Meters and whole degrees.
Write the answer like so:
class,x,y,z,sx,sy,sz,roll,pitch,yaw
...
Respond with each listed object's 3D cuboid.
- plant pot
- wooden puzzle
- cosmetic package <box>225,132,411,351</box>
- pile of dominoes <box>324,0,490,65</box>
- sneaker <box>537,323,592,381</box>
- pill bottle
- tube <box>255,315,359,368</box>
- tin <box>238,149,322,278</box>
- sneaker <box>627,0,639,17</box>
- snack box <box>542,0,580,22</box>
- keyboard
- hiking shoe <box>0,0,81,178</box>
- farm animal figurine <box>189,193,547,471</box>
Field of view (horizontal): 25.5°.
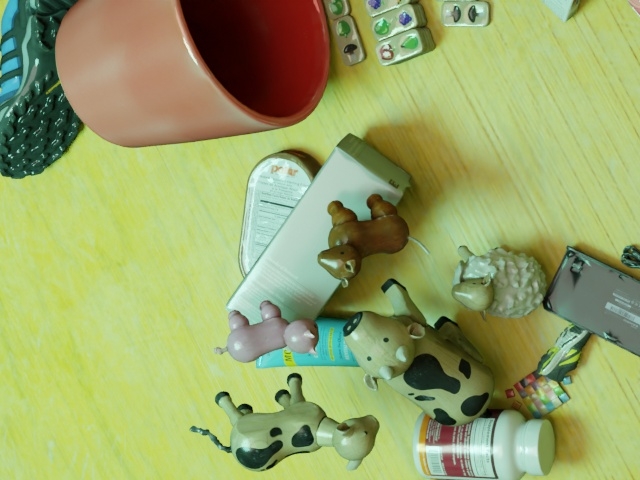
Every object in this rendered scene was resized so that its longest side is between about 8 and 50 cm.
class,x,y,z,sx,sy,sz,roll,pitch,yaw
plant pot,-0.162,-0.234,1.670,0.243,0.275,0.275,-17,90,38
wooden puzzle,0.256,0.177,1.648,0.083,0.006,0.049,-39,80,26
cosmetic package,0.000,0.000,1.656,0.107,0.127,0.238,33,103,0
pile of dominoes,0.073,-0.333,1.641,0.196,0.040,0.251,-18,90,28
sneaker,0.285,0.127,1.616,0.035,0.031,0.083,38,104,-22
pill bottle,0.191,0.239,1.646,0.152,0.086,0.086,-2,97,27
tube,0.005,0.125,1.749,0.207,0.052,0.080,1,90,32
tin,-0.046,-0.018,1.756,0.106,0.040,0.190,12,103,21
sneaker,0.329,-0.297,1.474,0.313,0.116,0.136,20,108,23
snack box,0.218,-0.318,1.556,0.022,0.064,0.178,-41,77,-8
keyboard,0.346,0.065,1.573,0.180,0.023,0.108,27,102,20
hiking shoe,-0.372,-0.227,1.867,0.132,0.113,0.304,51,127,45
farm animal figurine,0.065,0.136,1.562,0.330,0.326,0.172,-63,29,19
